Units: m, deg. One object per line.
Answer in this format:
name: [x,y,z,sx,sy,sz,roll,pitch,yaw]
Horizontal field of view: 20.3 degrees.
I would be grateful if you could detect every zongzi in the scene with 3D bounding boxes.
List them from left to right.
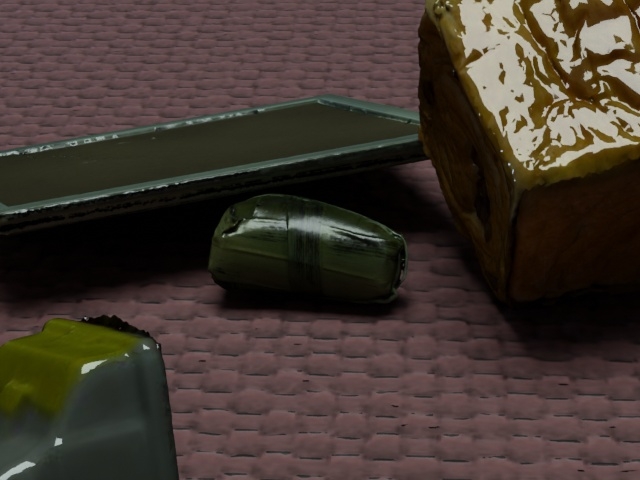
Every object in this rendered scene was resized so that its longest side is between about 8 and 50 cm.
zongzi: [0.000,0.000,0.969,0.104,0.052,0.113,10,12,7]

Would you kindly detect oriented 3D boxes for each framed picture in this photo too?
framed picture: [-0.081,-0.049,1.059,0.293,0.018,0.231,-11,13,-21]

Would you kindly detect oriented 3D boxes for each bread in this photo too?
bread: [0.135,-0.057,0.911,0.143,0.158,0.149,-15,66,-11]

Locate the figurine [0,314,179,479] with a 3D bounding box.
figurine: [-0.154,0.141,0.490,0.285,0.167,0.342,-12,29,-29]
